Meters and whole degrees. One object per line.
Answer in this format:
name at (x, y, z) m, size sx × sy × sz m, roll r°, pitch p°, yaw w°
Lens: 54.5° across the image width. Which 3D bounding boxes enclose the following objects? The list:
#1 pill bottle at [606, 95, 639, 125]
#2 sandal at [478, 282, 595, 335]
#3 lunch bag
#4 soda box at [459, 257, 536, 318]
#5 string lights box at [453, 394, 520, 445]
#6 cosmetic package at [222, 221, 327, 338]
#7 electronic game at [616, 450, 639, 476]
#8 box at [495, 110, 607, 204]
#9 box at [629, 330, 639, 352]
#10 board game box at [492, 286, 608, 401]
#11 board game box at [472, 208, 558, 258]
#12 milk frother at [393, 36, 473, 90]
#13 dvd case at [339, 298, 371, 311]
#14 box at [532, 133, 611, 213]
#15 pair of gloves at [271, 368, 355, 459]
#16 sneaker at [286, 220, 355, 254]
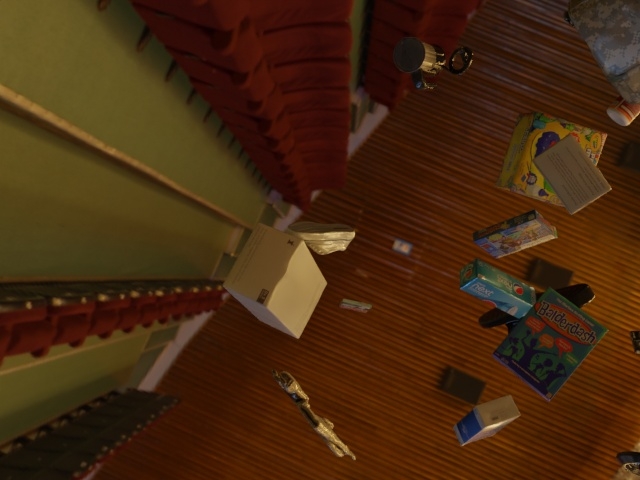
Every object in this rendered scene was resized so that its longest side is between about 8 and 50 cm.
pill bottle at (1.019, -0.455, 2.025) m, size 0.152 × 0.086 × 0.086 m, roll -47°, pitch 180°, yaw 9°
sandal at (0.620, 0.227, 1.827) m, size 0.167 × 0.107 × 0.446 m, roll -28°, pitch 179°, yaw -23°
lunch bag at (0.696, -0.475, 1.271) m, size 0.305 × 0.256 × 0.212 m, roll -28°, pitch -142°, yaw 43°
soda box at (0.476, 0.131, 1.665) m, size 0.071 × 0.210 × 0.067 m, roll -45°, pitch -155°, yaw 46°
string lights box at (0.559, 0.616, 2.112) m, size 0.259 × 0.133 × 0.076 m, roll 103°, pitch -30°, yaw -58°
cosmetic package at (-0.120, 0.129, 1.831) m, size 0.217 × 0.156 × 0.385 m, roll -61°, pitch 159°, yaw -16°
electronic game at (1.082, 0.735, 2.013) m, size 0.229 × 0.229 × 0.048 m, roll 106°, pitch 5°, yaw -66°
box at (0.847, -0.295, 2.303) m, size 0.177 × 0.279 × 0.290 m, roll -117°, pitch -137°, yaw -81°
box at (1.135, 0.359, 2.191) m, size 0.018 × 0.067 × 0.083 m, roll 84°, pitch 10°, yaw -48°
board game box at (0.527, 0.237, 1.434) m, size 0.210 × 0.160 × 0.047 m, roll -48°, pitch 157°, yaw -6°
board game box at (0.572, -0.015, 1.831) m, size 0.201 × 0.136 × 0.035 m, roll -24°, pitch -130°, yaw 37°
milk frother at (0.277, -0.446, 1.515) m, size 0.143 × 0.129 × 0.135 m, roll -34°, pitch 170°, yaw 32°
dvd case at (0.104, 0.197, 1.863) m, size 0.119 × 0.087 × 0.013 m, roll 100°, pitch 3°, yaw -77°
box at (0.677, -0.177, 1.673) m, size 0.119 × 0.182 × 0.181 m, roll -36°, pitch 170°, yaw 23°
pair of gloves at (-0.020, 0.405, 1.465) m, size 0.042 × 0.240 × 0.204 m, roll -39°, pitch 127°, yaw -11°
sneaker at (0.000, 0.000, 1.911) m, size 0.258 × 0.094 × 0.091 m, roll 3°, pitch 114°, yaw -39°
